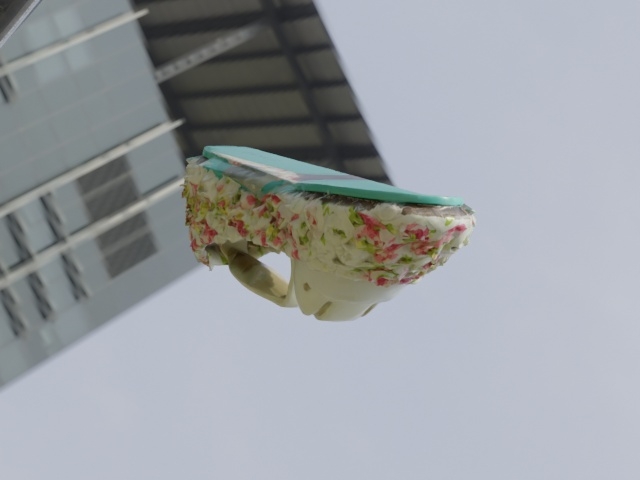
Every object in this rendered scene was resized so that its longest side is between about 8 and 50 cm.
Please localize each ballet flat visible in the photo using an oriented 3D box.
[{"bbox_3d":[0.000,0.000,0.750,0.241,0.091,0.077,18,-77,62],"label":"ballet flat"}]

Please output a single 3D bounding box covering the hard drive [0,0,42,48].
[{"bbox_3d":[-0.219,-0.223,0.918,0.172,0.254,0.054,31,-13,3],"label":"hard drive"}]
